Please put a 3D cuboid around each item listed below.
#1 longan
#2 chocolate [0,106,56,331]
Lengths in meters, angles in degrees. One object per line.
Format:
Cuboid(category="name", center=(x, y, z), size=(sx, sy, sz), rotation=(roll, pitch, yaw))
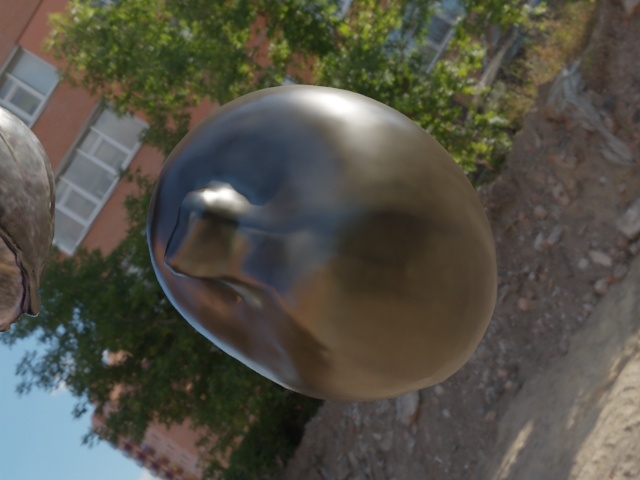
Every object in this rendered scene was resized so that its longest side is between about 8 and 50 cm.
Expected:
Cuboid(category="longan", center=(0.000, 0.000, 0.599), size=(0.300, 0.301, 0.243), rotation=(-22, -51, -79))
Cuboid(category="chocolate", center=(-0.436, -0.055, 0.863), size=(0.303, 0.304, 0.212), rotation=(116, 170, -46))
